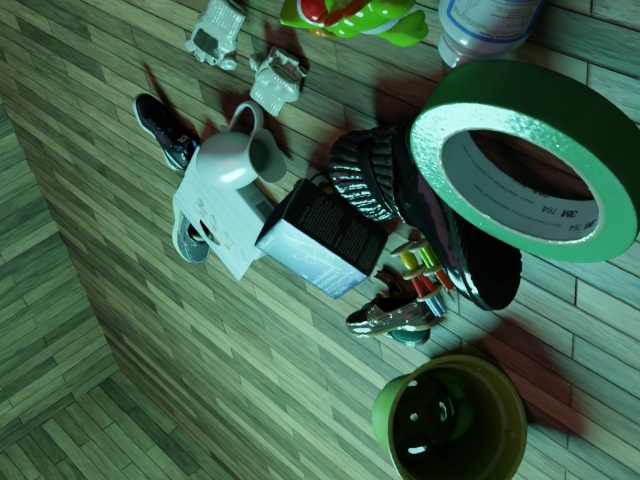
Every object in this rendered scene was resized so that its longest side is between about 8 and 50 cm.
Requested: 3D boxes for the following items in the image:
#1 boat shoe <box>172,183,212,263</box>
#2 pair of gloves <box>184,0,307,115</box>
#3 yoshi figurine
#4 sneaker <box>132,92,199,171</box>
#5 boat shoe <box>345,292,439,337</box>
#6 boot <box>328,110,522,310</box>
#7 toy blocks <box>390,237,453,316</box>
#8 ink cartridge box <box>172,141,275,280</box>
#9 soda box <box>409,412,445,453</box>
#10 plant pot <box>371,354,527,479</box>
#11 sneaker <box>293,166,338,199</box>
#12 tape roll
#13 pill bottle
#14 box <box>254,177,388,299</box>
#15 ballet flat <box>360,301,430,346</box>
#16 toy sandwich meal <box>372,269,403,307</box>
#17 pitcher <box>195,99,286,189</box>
[{"bbox_3d":[-0.325,-0.031,2.360,0.092,0.102,0.285,43,146,33],"label":"boat shoe"},{"bbox_3d":[-0.140,-0.337,1.687,0.240,0.042,0.204,41,155,-10],"label":"pair of gloves"},{"bbox_3d":[0.076,-0.367,1.228,0.362,0.203,0.203,-138,62,-68],"label":"yoshi figurine"},{"bbox_3d":[-0.356,-0.264,2.171,0.121,0.079,0.217,9,137,52],"label":"sneaker"},{"bbox_3d":[0.132,0.140,1.778,0.206,0.073,0.073,-14,122,35],"label":"boat shoe"},{"bbox_3d":[0.168,-0.041,1.473,0.260,0.131,0.348,-16,97,56],"label":"boot"},{"bbox_3d":[0.202,0.070,1.642,0.148,0.054,0.123,58,154,-7],"label":"toy blocks"},{"bbox_3d":[-0.220,-0.069,2.136,0.275,0.060,0.239,50,144,9],"label":"ink cartridge box"},{"bbox_3d":[0.292,0.510,1.973,0.286,0.091,0.098,54,154,1],"label":"soda box"},{"bbox_3d":[0.220,0.357,1.760,0.276,0.276,0.254,57,165,-4],"label":"plant pot"},{"bbox_3d":[-0.024,-0.082,1.840,0.084,0.069,0.185,58,149,11],"label":"sneaker"},{"bbox_3d":[0.274,-0.096,1.183,0.321,0.077,0.321,28,158,12],"label":"tape roll"},{"bbox_3d":[0.214,-0.307,1.096,0.124,0.124,0.221,47,153,16],"label":"pill bottle"},{"bbox_3d":[0.000,0.000,1.746,0.207,0.108,0.153,33,149,-9],"label":"box"},{"bbox_3d":[0.164,0.175,1.840,0.068,0.072,0.213,38,167,-36],"label":"ballet flat"},{"bbox_3d":[0.134,0.099,1.820,0.085,0.029,0.086,40,150,28],"label":"toy sandwich meal"},{"bbox_3d":[-0.178,-0.199,1.912,0.207,0.125,0.178,-3,98,48],"label":"pitcher"}]
